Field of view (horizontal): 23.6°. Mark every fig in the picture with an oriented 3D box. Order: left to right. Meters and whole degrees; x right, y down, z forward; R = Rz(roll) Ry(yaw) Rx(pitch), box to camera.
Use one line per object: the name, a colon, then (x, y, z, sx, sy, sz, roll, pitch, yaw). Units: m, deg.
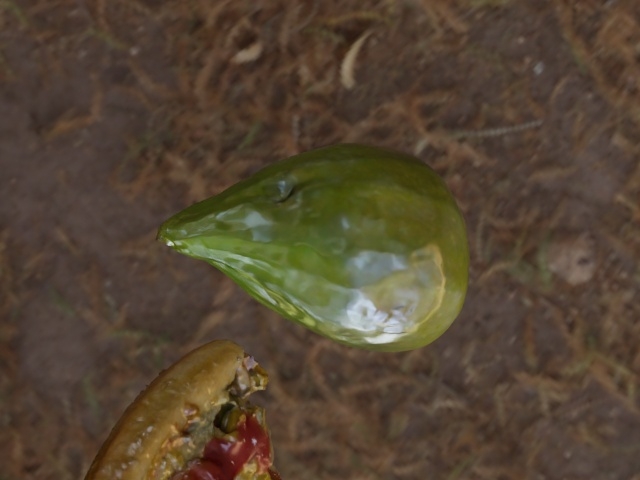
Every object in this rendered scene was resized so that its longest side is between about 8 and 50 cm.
fig: (0.013, -0.009, 1.168, 0.233, 0.167, 0.167, 34, 136, -25)

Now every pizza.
pizza: (-0.056, 0.174, 0.906, 0.062, 0.188, 0.199, 1, 139, 43)
